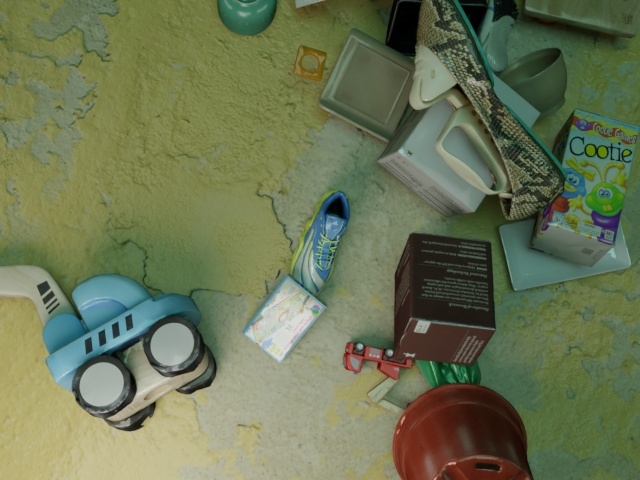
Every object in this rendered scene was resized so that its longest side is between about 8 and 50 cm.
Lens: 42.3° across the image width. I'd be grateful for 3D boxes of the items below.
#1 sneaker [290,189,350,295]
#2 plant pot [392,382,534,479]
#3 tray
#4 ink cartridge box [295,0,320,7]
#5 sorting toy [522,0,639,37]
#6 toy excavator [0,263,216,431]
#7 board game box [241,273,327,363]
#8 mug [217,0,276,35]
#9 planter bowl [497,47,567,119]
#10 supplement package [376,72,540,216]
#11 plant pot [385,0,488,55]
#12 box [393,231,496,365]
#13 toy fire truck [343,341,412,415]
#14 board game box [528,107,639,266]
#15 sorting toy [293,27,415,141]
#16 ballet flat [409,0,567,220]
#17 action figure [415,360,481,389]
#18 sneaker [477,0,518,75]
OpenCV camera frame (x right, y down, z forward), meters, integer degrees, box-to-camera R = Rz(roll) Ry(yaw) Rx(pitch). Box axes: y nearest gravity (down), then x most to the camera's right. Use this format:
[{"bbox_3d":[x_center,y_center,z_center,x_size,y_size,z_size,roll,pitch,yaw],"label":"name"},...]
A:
[{"bbox_3d":[0.000,0.000,1.695,0.091,0.126,0.240,17,79,-2],"label":"sneaker"},{"bbox_3d":[0.278,0.439,1.538,0.272,0.265,0.273,0,100,1],"label":"plant pot"},{"bbox_3d":[0.524,0.015,1.784,0.270,0.030,0.145,-11,81,-6],"label":"tray"},{"bbox_3d":[0.062,-0.638,1.757,0.275,0.060,0.239,-9,88,22],"label":"ink cartridge box"},{"bbox_3d":[0.587,-0.590,1.859,0.255,0.089,0.257,12,80,-2],"label":"sorting toy"},{"bbox_3d":[-0.474,0.159,1.614,0.432,0.222,0.445,-29,70,-8],"label":"toy excavator"},{"bbox_3d":[-0.073,0.159,1.688,0.103,0.026,0.154,39,99,3],"label":"board game box"},{"bbox_3d":[-0.154,-0.534,1.785,0.129,0.097,0.158,21,80,-1],"label":"mug"},{"bbox_3d":[0.462,-0.327,1.783,0.162,0.162,0.109,-35,111,-9],"label":"planter bowl"},{"bbox_3d":[0.287,-0.214,1.728,0.204,0.145,0.262,37,80,-9],"label":"supplement package"},{"bbox_3d":[0.242,-0.520,1.780,0.187,0.188,0.167,2,69,-4],"label":"plant pot"},{"bbox_3d":[0.242,0.116,1.645,0.167,0.168,0.203,7,57,-4],"label":"box"},{"bbox_3d":[0.134,0.289,1.698,0.192,0.047,0.135,12,81,-2],"label":"toy fire truck"},{"bbox_3d":[0.548,-0.109,1.724,0.142,0.144,0.275,18,70,4],"label":"board game box"},{"bbox_3d":[0.104,-0.333,1.786,0.347,0.047,0.196,26,82,-12],"label":"sorting toy"},{"bbox_3d":[0.284,-0.245,1.581,0.182,0.164,0.483,-34,98,-3],"label":"ballet flat"},{"bbox_3d":[0.287,0.329,1.697,0.137,0.063,0.232,-17,84,-9],"label":"action figure"},{"bbox_3d":[0.379,-0.461,1.830,0.085,0.086,0.237,29,64,-30],"label":"sneaker"}]
